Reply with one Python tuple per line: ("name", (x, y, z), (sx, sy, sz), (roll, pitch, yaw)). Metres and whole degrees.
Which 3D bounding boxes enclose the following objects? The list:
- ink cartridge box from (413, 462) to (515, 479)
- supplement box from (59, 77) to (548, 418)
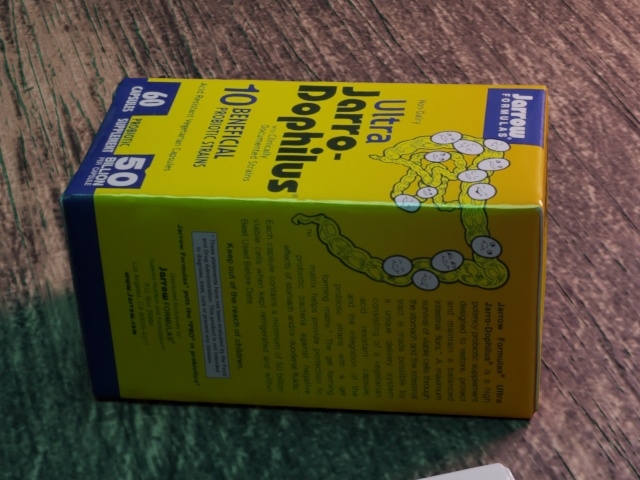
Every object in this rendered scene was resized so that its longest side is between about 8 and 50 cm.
("ink cartridge box", (0.045, 0.234, 1.052), (0.203, 0.086, 0.148), (-9, 34, -10))
("supplement box", (0.000, 0.000, 1.320), (0.356, 0.195, 0.194), (2, 33, 7))
